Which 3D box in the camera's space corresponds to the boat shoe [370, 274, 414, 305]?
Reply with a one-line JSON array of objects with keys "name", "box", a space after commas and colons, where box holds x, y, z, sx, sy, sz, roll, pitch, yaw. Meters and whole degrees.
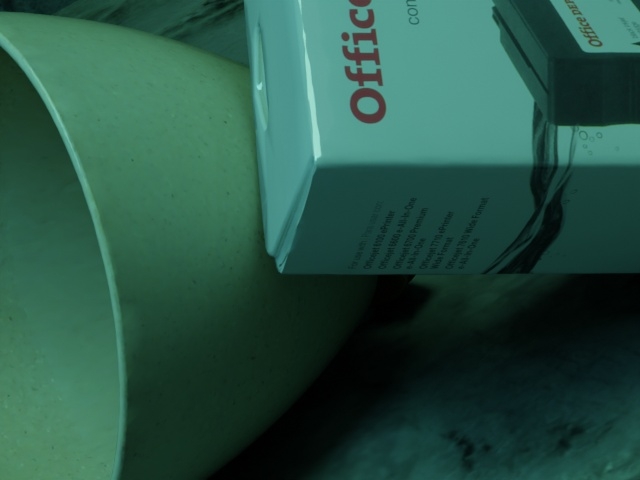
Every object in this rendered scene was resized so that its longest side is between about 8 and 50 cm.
[{"name": "boat shoe", "box": [0.000, 0.000, 1.206, 0.207, 0.073, 0.073, 2, 39, 48]}]

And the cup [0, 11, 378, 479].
[{"name": "cup", "box": [-0.105, 0.005, 1.066, 0.237, 0.331, 0.331, -14, 14, -33]}]

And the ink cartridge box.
[{"name": "ink cartridge box", "box": [0.122, -0.105, 0.945, 0.308, 0.129, 0.223, 0, 63, -11]}]
